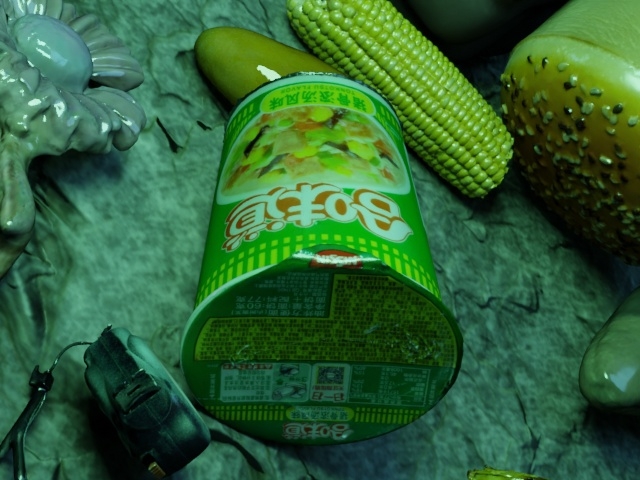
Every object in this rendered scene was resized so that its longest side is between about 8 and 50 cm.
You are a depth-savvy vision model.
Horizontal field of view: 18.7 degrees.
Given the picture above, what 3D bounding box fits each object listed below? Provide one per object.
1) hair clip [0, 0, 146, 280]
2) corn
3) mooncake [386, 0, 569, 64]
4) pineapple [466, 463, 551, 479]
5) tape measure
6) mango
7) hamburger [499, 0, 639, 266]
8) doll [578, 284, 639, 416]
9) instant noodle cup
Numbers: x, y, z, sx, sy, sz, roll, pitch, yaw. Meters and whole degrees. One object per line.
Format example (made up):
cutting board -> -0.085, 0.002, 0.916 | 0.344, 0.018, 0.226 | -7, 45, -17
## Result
hair clip -> -0.210, -0.085, 1.383 | 0.173, 0.069, 0.300 | 33, 44, -26
corn -> 0.074, -0.142, 1.713 | 0.248, 0.081, 0.081 | 43, 40, -17
mooncake -> 0.193, -0.283, 1.785 | 0.306, 0.306, 0.154 | -16, 75, -50
pineapple -> 0.173, 0.234, 1.566 | 0.114, 0.077, 0.114 | 13, 68, -36
tape measure -> -0.159, 0.146, 1.304 | 0.180, 0.104, 0.107 | -45, 127, -19
mango -> -0.021, -0.115, 1.588 | 0.184, 0.085, 0.102 | 39, 5, -13
hamburger -> 0.293, -0.087, 1.740 | 0.300, 0.300, 0.176 | 42, 75, -17
doll -> 0.343, 0.229, 1.678 | 0.378, 0.252, 0.382 | 35, 27, 27
instant noodle cup -> 0.000, 0.000, 1.455 | 0.207, 0.207, 0.233 | 31, 39, -29
